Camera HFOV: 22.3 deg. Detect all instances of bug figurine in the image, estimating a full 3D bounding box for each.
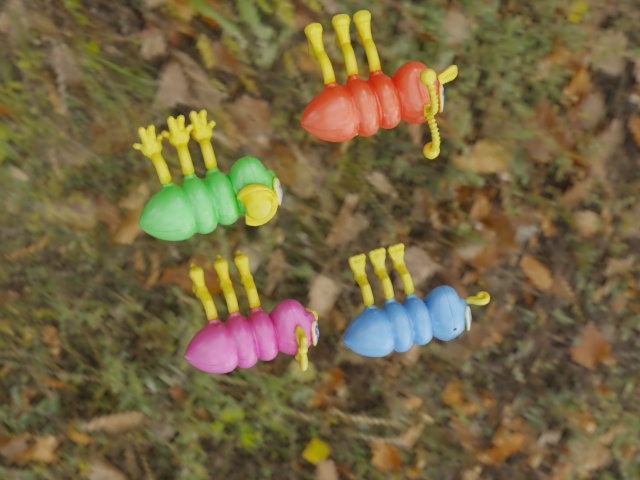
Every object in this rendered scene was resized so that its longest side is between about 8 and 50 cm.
[{"bbox_3d":[0.000,0.000,1.046,0.216,0.072,0.279,-18,131,-6],"label":"bug figurine"}]
